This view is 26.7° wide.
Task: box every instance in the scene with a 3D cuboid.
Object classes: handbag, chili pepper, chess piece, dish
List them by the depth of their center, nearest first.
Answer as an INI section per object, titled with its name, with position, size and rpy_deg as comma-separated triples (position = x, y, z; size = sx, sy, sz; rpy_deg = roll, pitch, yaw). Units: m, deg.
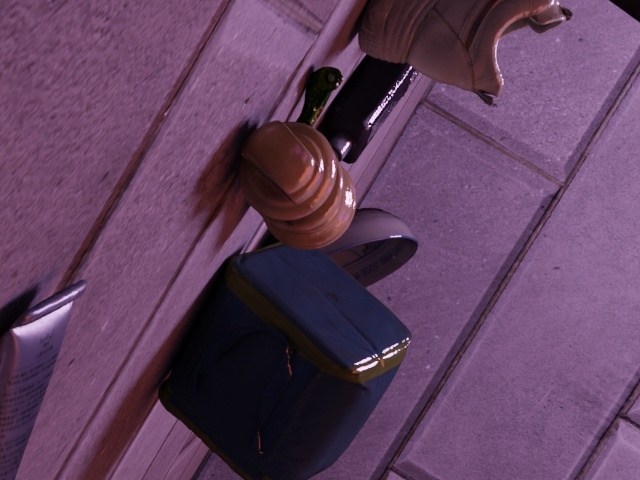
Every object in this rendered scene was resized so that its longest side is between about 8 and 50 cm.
[chess piece]
position = -0.028, -0.060, 1.432
size = 0.117, 0.117, 0.397
rpy_deg = -58, 174, -1
[chili pepper]
position = -0.007, -0.157, 1.486
size = 0.055, 0.035, 0.118
rpy_deg = -37, 171, -45
[handbag]
position = -0.045, 0.161, 1.770
size = 0.222, 0.263, 0.241
rpy_deg = -26, 152, -56
[dish]
position = 0.000, 0.000, 2.063
size = 0.273, 0.133, 0.273
rpy_deg = -20, 165, -6

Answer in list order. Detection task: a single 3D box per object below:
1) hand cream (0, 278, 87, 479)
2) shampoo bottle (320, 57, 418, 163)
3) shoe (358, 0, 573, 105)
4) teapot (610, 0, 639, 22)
[hand cream]
position = -0.220, 0.141, 0.900
size = 0.256, 0.055, 0.088
rpy_deg = -62, 167, 20
[shampoo bottle]
position = 0.066, -0.194, 1.862
size = 0.309, 0.071, 0.098
rpy_deg = -54, 177, -32
[shoe]
position = 0.212, -0.326, 1.595
size = 0.342, 0.210, 0.132
rpy_deg = -59, 176, 0
[teapot]
position = 0.281, -0.359, 1.160
size = 0.305, 0.362, 0.376
rpy_deg = 110, 0, -52
